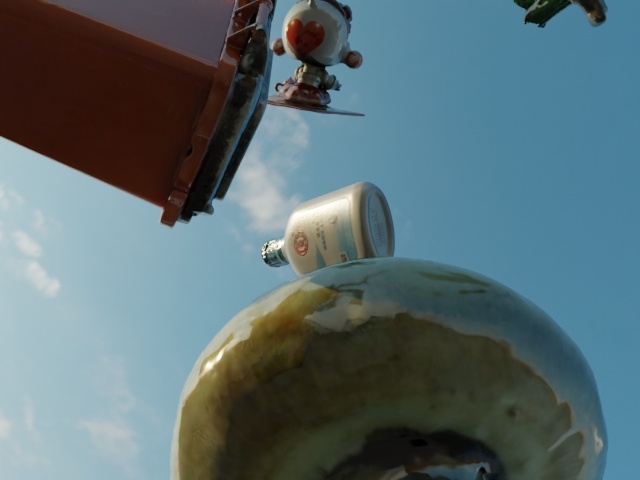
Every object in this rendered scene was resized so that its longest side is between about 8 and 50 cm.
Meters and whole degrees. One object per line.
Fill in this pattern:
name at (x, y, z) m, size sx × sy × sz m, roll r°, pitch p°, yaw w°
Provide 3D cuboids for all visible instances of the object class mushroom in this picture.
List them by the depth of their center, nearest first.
mushroom at (0.049, 0.178, 0.498) m, size 0.351 × 0.260 × 0.353 m, roll -1°, pitch -74°, yaw -5°

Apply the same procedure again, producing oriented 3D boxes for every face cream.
face cream at (0.000, 0.000, 1.189) m, size 0.336 × 0.080 × 0.163 m, roll -14°, pitch -97°, yaw 52°

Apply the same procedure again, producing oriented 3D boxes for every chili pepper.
chili pepper at (0.397, -0.418, 0.981) m, size 0.224 × 0.098 × 0.061 m, roll -36°, pitch -50°, yaw 8°

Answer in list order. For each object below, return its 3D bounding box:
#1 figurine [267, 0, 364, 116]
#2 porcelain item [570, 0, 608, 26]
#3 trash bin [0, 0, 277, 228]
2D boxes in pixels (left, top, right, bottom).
figurine at (-0.015, -0.353, 1.153) m, size 0.183 × 0.160 × 0.226 m, roll 20°, pitch -71°, yaw 39°
porcelain item at (0.355, -0.407, 0.910) m, size 0.069 × 0.081 × 0.216 m, roll -32°, pitch -86°, yaw -10°
trash bin at (-0.158, -0.142, 0.474) m, size 0.238 × 0.161 × 0.184 m, roll 21°, pitch -51°, yaw -18°
